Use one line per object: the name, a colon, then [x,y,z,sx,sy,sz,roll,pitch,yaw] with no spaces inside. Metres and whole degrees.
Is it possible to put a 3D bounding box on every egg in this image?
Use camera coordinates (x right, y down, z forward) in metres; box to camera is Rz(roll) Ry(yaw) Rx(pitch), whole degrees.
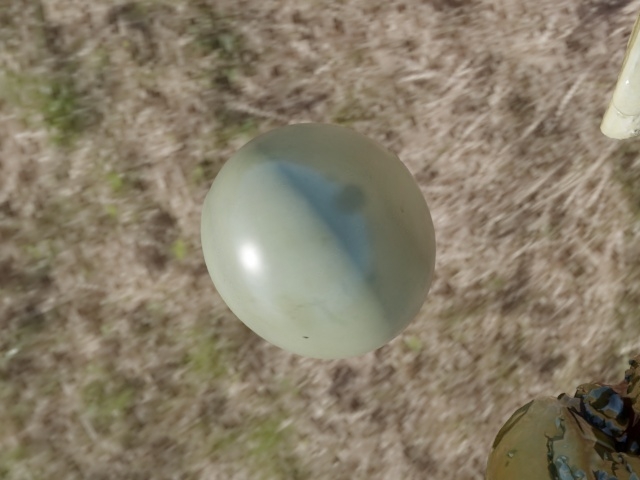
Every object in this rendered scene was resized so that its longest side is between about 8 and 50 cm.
egg: [0.000,0.000,1.553,0.219,0.219,0.269,3,147,24]

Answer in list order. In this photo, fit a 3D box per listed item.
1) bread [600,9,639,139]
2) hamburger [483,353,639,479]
bread: [0.286,-0.222,1.235,0.054,0.316,0.316,19,110,6]
hamburger: [0.193,0.176,0.840,0.163,0.244,0.244,-31,89,0]
